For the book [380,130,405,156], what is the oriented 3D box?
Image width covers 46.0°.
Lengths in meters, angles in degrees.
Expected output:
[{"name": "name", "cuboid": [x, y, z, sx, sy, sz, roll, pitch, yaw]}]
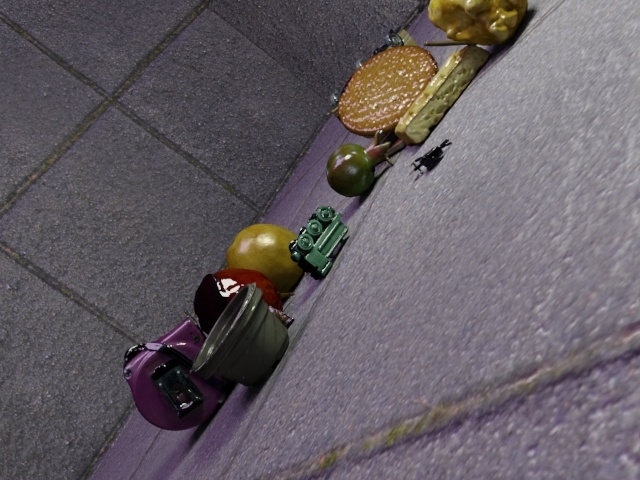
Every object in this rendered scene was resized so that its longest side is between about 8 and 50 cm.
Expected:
[{"name": "book", "cuboid": [0.214, -0.287, 2.015, 0.162, 0.022, 0.232, -53, 9, -17]}]

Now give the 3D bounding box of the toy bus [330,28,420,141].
[{"name": "toy bus", "cuboid": [0.191, -0.469, 2.281, 0.177, 0.202, 0.365, -33, 18, 48]}]

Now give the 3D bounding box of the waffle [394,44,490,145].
[{"name": "waffle", "cuboid": [0.280, -0.345, 1.791, 0.274, 0.057, 0.168, -52, 9, 6]}]

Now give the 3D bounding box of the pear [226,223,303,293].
[{"name": "pear", "cuboid": [-0.146, 0.055, 1.974, 0.209, 0.209, 0.209, -51, 9, 11]}]

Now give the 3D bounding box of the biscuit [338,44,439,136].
[{"name": "biscuit", "cuboid": [0.180, -0.397, 2.007, 0.305, 0.038, 0.305, -20, 49, 25]}]

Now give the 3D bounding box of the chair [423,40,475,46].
[{"name": "chair", "cuboid": [0.397, -0.607, 1.932, 0.272, 0.166, 0.188, -10, -13, -25]}]

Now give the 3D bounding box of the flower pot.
[{"name": "flower pot", "cuboid": [-0.157, 0.217, 1.597, 0.235, 0.140, 0.235, -53, 8, 11]}]

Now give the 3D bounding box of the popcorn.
[{"name": "popcorn", "cuboid": [0.343, -0.524, 1.677, 0.190, 0.191, 0.253, -39, 21, 13]}]

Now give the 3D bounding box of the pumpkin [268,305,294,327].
[{"name": "pumpkin", "cuboid": [-0.109, 0.191, 1.721, 0.101, 0.035, 0.073, 27, 80, 35]}]

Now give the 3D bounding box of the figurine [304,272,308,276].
[{"name": "figurine", "cuboid": [-0.026, 0.013, 1.847, 0.081, 0.098, 0.146, -31, 19, 35]}]

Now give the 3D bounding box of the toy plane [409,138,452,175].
[{"name": "toy plane", "cuboid": [0.214, -0.162, 1.517, 0.120, 0.031, 0.049, -39, 11, 49]}]

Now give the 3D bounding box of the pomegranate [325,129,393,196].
[{"name": "pomegranate", "cuboid": [0.104, -0.195, 1.928, 0.191, 0.131, 0.152, -36, 21, 13]}]

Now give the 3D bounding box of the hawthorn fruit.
[{"name": "hawthorn fruit", "cuboid": [-0.182, 0.149, 1.823, 0.251, 0.190, 0.189, -18, -7, -26]}]

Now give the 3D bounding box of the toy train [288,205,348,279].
[{"name": "toy train", "cuboid": [0.000, 0.000, 1.748, 0.170, 0.111, 0.071, -54, 9, -30]}]

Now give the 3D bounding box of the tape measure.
[{"name": "tape measure", "cuboid": [-0.341, 0.324, 1.791, 0.231, 0.245, 0.149, -39, 6, -9]}]
